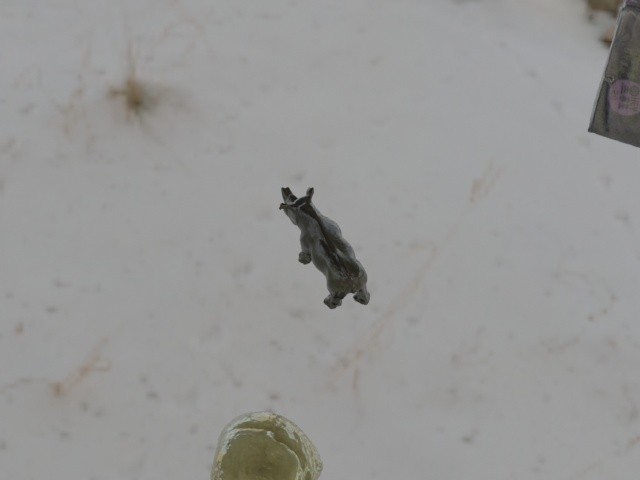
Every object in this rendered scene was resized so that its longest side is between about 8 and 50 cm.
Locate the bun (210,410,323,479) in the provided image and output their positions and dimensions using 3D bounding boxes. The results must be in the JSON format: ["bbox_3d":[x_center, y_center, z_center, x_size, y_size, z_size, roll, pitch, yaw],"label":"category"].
[{"bbox_3d":[-0.051,0.270,1.679,0.111,0.164,0.188,-5,34,10],"label":"bun"}]

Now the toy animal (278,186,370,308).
[{"bbox_3d":[0.000,0.000,1.477,0.047,0.065,0.135,-26,65,-8],"label":"toy animal"}]

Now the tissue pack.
[{"bbox_3d":[0.286,-0.113,1.179,0.156,0.112,0.051,16,37,8],"label":"tissue pack"}]
